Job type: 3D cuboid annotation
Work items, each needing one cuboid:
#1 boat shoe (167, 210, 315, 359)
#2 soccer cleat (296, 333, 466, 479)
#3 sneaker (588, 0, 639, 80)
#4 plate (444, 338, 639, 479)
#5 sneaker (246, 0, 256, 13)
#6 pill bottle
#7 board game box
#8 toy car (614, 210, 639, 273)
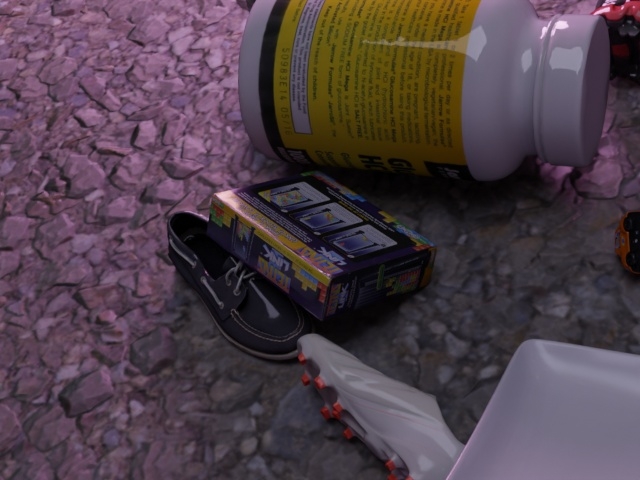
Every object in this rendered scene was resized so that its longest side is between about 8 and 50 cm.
[{"bbox_3d":[-0.084,0.039,1.136,0.075,0.065,0.206,-38,50,-16],"label":"boat shoe"},{"bbox_3d":[0.055,0.142,1.010,0.076,0.068,0.196,-34,56,-19],"label":"soccer cleat"},{"bbox_3d":[0.402,-0.226,1.192,0.276,0.098,0.135,7,55,24],"label":"sneaker"},{"bbox_3d":[0.247,0.177,0.877,0.278,0.045,0.277,9,29,23],"label":"plate"},{"bbox_3d":[-0.053,-0.243,1.342,0.078,0.106,0.234,-2,50,17],"label":"sneaker"},{"bbox_3d":[0.103,-0.156,1.164,0.334,0.188,0.188,7,53,23],"label":"pill bottle"},{"bbox_3d":[0.000,0.000,1.115,0.141,0.048,0.170,-16,39,-39],"label":"board game box"},{"bbox_3d":[0.317,-0.009,1.088,0.122,0.060,0.040,-19,1,-22],"label":"toy car"}]
